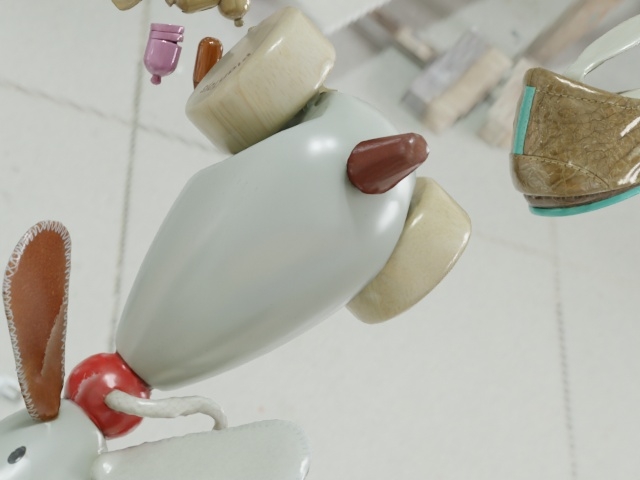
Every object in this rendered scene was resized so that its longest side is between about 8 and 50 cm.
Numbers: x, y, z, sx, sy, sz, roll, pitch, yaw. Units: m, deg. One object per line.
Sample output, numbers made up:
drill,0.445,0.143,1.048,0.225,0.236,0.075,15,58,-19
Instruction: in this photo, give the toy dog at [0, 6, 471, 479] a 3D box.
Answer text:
toy dog,-0.048,0.039,0.824,0.220,0.161,0.334,25,80,-15

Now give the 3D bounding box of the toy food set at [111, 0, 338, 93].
toy food set,-0.056,-0.103,0.933,0.078,0.019,0.122,-41,103,-6

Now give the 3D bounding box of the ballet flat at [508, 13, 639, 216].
ballet flat,0.272,-0.111,1.204,0.342,0.116,0.124,-14,103,-28
